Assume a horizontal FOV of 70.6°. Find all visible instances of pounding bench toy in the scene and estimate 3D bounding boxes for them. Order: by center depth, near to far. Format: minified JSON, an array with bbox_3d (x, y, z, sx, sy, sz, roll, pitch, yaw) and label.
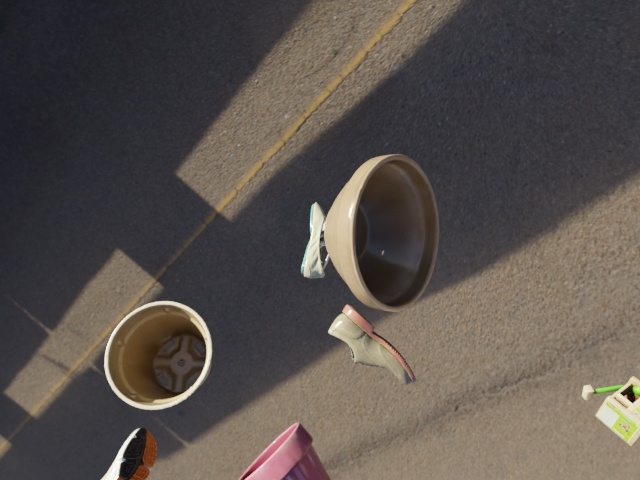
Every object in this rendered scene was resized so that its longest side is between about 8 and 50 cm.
[{"bbox_3d":[0.417,0.221,0.624,0.083,0.065,0.052,45,153,43],"label":"pounding bench toy"}]

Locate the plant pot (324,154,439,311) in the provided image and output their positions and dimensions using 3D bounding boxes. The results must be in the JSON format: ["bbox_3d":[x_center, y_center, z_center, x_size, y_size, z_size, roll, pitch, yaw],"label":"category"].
[{"bbox_3d":[0.083,-0.013,0.714,0.109,0.237,0.238,3,121,42],"label":"plant pot"}]

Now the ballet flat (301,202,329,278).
[{"bbox_3d":[0.000,0.000,1.376,0.086,0.249,0.086,7,157,3],"label":"ballet flat"}]

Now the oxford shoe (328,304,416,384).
[{"bbox_3d":[0.171,0.373,1.508,0.348,0.123,0.130,45,85,-4],"label":"oxford shoe"}]

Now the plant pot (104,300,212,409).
[{"bbox_3d":[-0.512,0.409,1.560,0.333,0.334,0.305,22,160,7],"label":"plant pot"}]

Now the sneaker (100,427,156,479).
[{"bbox_3d":[-0.476,0.556,1.031,0.120,0.263,0.099,-18,123,23],"label":"sneaker"}]

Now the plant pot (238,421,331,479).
[{"bbox_3d":[-0.065,0.563,1.049,0.180,0.201,0.201,48,124,9],"label":"plant pot"}]
